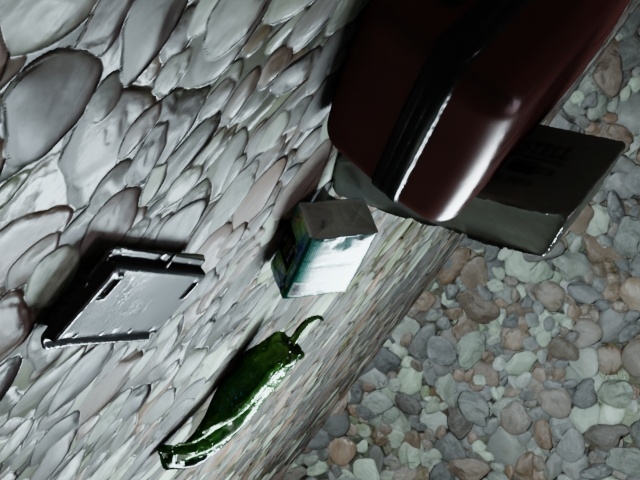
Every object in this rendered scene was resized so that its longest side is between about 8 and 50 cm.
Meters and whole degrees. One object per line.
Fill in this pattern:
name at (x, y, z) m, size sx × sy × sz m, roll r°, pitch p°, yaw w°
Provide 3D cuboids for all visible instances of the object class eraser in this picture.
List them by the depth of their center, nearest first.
eraser at (0.147, -0.072, 1.213) m, size 0.111 × 0.352 × 0.077 m, roll -49°, pitch 130°, yaw -20°

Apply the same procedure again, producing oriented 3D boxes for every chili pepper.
chili pepper at (-0.100, 0.192, 1.551) m, size 0.279 × 0.065 × 0.122 m, roll -48°, pitch 174°, yaw -1°

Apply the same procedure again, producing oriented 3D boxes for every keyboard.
keyboard at (-0.145, 0.041, 0.913) m, size 0.094 × 0.025 × 0.230 m, roll -51°, pitch 170°, yaw 4°

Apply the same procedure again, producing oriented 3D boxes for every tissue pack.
tissue pack at (-0.001, 0.000, 1.302) m, size 0.085 × 0.079 × 0.111 m, roll -6°, pitch 145°, yaw -24°

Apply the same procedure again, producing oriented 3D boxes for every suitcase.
suitcase at (0.152, -0.182, 1.071) m, size 0.297 × 0.161 × 0.236 m, roll -46°, pitch 169°, yaw -30°
